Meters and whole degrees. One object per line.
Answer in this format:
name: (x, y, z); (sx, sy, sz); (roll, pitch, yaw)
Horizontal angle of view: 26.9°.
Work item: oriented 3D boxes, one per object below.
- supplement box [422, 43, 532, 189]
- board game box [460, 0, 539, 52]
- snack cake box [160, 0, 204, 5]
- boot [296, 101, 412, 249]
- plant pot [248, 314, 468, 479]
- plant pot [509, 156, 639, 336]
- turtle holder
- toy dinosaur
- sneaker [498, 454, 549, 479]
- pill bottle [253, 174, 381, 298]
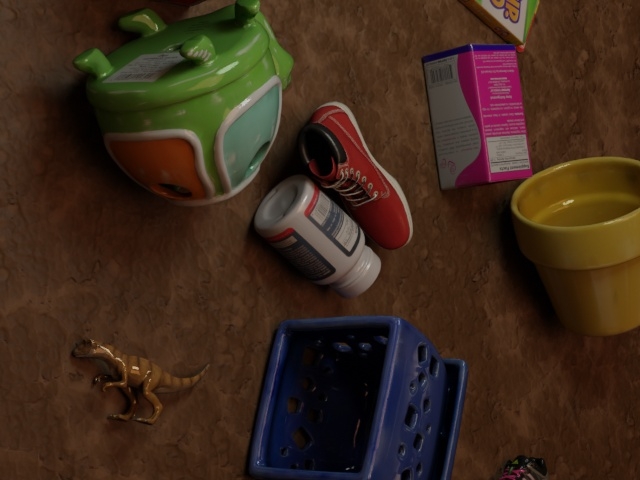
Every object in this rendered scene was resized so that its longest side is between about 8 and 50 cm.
supplement box: (0.253, -0.198, 2.159); (0.113, 0.111, 0.220); (-6, 90, -41)
board game box: (0.285, -0.437, 2.267); (0.259, 0.039, 0.124); (35, 64, -35)
snack cake box: (-0.158, -0.383, 1.737); (0.152, 0.264, 0.089); (-1, 85, -40)
boot: (0.047, -0.072, 1.939); (0.244, 0.088, 0.176); (58, 19, -11)
plant pot: (0.067, 0.246, 1.883); (0.212, 0.236, 0.236); (26, 69, -43)
plant pot: (0.458, 0.020, 2.238); (0.254, 0.254, 0.239); (-36, 124, -37)
turtle holder: (-0.165, -0.189, 1.761); (0.320, 0.243, 0.228); (-87, 163, -63)
toy dinosaur: (-0.223, 0.185, 1.749); (0.211, 0.064, 0.112); (24, 69, -36)
sneaker: (0.315, 0.388, 2.177); (0.170, 0.063, 0.075); (-1, 86, -45)
pill bottle: (0.000, 0.000, 1.928); (0.180, 0.108, 0.108); (44, 60, -28)
